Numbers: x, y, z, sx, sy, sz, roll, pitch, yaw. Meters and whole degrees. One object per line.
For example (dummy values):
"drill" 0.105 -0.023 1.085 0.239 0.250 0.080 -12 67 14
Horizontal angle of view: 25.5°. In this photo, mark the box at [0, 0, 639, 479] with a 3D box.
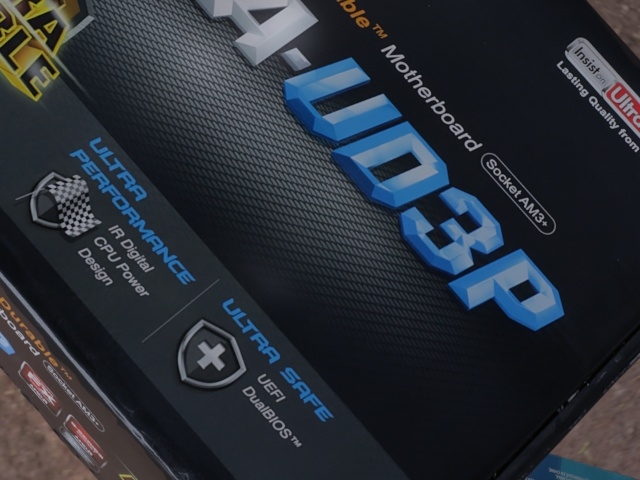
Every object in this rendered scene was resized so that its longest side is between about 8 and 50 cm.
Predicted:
"box" -0.016 -0.032 0.359 0.220 0.175 0.051 49 152 3

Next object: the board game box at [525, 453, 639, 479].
"board game box" 0.059 0.220 1.182 0.336 0.254 0.079 -30 45 61
